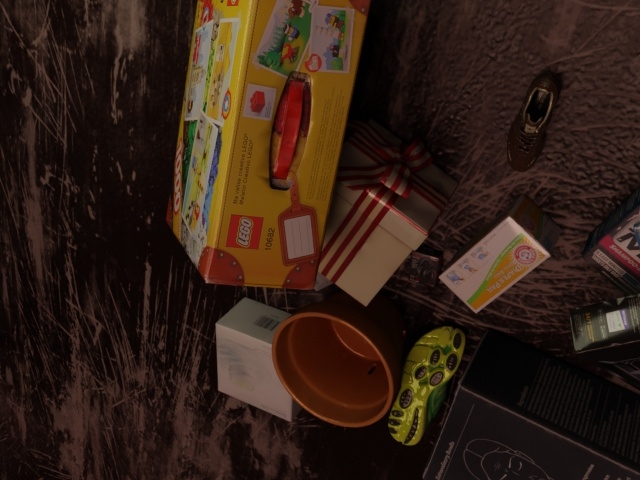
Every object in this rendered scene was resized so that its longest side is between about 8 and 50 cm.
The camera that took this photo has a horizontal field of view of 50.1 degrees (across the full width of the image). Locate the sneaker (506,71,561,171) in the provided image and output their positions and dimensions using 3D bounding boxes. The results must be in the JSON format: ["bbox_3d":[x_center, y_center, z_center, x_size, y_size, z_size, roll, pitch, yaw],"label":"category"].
[{"bbox_3d":[0.362,-0.199,1.194,0.066,0.071,0.188,22,124,20],"label":"sneaker"}]

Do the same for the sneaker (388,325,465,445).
[{"bbox_3d":[0.235,0.312,1.531,0.109,0.123,0.295,28,108,17],"label":"sneaker"}]

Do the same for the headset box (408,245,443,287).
[{"bbox_3d":[0.222,0.051,1.441,0.062,0.032,0.083,17,124,23],"label":"headset box"}]

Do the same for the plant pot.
[{"bbox_3d":[0.065,0.237,1.529,0.291,0.203,0.290,14,121,24],"label":"plant pot"}]

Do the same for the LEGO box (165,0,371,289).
[{"bbox_3d":[-0.112,-0.214,1.190,0.372,0.193,0.500,-143,61,-62],"label":"LEGO box"}]

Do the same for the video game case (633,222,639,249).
[{"bbox_3d":[0.593,0.012,1.071,0.166,0.015,0.119,-13,110,34],"label":"video game case"}]

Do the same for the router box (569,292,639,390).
[{"bbox_3d":[0.596,0.166,1.133,0.243,0.081,0.309,-21,145,37],"label":"router box"}]

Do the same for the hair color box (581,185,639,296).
[{"bbox_3d":[0.611,-0.046,1.106,0.174,0.105,0.347,40,128,6],"label":"hair color box"}]

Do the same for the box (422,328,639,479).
[{"bbox_3d":[0.452,0.419,1.389,0.396,0.212,0.293,24,126,17],"label":"box"}]

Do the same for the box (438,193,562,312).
[{"bbox_3d":[0.341,0.026,1.304,0.103,0.114,0.203,44,128,3],"label":"box"}]

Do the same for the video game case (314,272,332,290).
[{"bbox_3d":[0.000,0.000,1.555,0.183,0.023,0.201,-30,97,39],"label":"video game case"}]

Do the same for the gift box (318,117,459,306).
[{"bbox_3d":[0.081,-0.073,1.310,0.276,0.255,0.258,35,128,-2],"label":"gift box"}]

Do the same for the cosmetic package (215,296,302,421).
[{"bbox_3d":[-0.135,0.299,1.727,0.224,0.138,0.224,17,124,23],"label":"cosmetic package"}]
